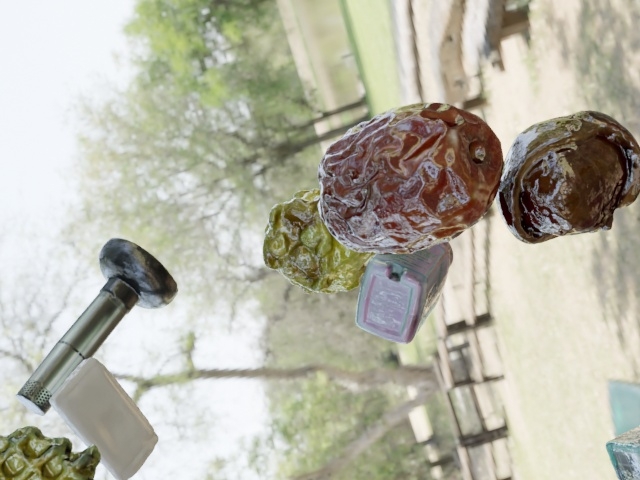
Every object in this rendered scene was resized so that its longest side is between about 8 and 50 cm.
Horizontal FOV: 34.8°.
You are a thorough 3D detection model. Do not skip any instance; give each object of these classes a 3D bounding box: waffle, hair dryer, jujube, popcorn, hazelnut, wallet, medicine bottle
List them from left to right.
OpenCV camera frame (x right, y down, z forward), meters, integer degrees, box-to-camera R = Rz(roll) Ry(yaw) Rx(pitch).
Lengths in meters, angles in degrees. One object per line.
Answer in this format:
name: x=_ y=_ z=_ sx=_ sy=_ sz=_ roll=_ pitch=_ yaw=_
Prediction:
waffle: x=-0.353 y=0.332 z=1.214 sx=0.054 sy=0.203 sz=0.224 roll=77 pitch=-163 yaw=-83
hair dryer: x=-0.420 y=0.170 z=1.815 sx=0.155 sy=0.320 sz=0.284 roll=40 pitch=160 yaw=-9
wallet: x=-0.335 y=0.280 z=1.597 sx=0.183 sy=0.031 sz=0.124 roll=54 pitch=-145 yaw=-15
popcorn: x=-0.002 y=0.003 z=1.709 sx=0.155 sy=0.197 sz=0.198 roll=-62 pitch=-45 yaw=-76
jujube: x=0.097 y=-0.068 z=1.178 sx=0.250 sy=0.174 sz=0.174 roll=-13 pitch=96 yaw=51
medicine bottle: x=0.129 y=0.053 z=1.479 sx=0.188 sy=0.094 sz=0.119 roll=-44 pitch=-31 yaw=-57
hazelnut: x=0.338 y=-0.088 z=1.396 sx=0.170 sy=0.201 sz=0.161 roll=34 pitch=-142 yaw=-46

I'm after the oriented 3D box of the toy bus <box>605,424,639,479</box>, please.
toy bus: x=0.445 y=0.207 z=1.109 sx=0.109 sy=0.261 sz=0.091 roll=135 pitch=112 yaw=-80
